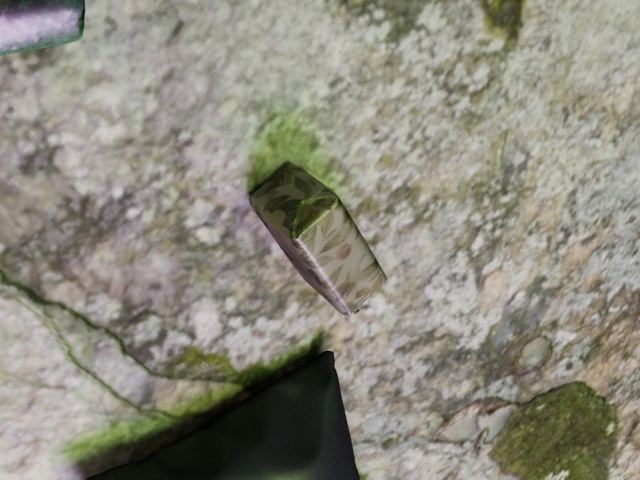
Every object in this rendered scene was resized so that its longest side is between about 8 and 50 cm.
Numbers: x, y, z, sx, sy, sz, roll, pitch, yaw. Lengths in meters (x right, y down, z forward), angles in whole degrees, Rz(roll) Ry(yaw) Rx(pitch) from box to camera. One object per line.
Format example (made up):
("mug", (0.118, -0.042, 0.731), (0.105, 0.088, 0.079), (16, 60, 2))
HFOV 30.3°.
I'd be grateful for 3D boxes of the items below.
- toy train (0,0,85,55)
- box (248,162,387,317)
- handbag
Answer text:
("toy train", (-0.228, -0.108, 0.502), (0.251, 0.119, 0.085), (-18, 129, -29))
("box", (0.000, 0.000, 0.785), (0.045, 0.062, 0.098), (-43, 134, -8))
("handbag", (-0.051, 0.233, 0.868), (0.211, 0.089, 0.254), (-24, 114, -26))
